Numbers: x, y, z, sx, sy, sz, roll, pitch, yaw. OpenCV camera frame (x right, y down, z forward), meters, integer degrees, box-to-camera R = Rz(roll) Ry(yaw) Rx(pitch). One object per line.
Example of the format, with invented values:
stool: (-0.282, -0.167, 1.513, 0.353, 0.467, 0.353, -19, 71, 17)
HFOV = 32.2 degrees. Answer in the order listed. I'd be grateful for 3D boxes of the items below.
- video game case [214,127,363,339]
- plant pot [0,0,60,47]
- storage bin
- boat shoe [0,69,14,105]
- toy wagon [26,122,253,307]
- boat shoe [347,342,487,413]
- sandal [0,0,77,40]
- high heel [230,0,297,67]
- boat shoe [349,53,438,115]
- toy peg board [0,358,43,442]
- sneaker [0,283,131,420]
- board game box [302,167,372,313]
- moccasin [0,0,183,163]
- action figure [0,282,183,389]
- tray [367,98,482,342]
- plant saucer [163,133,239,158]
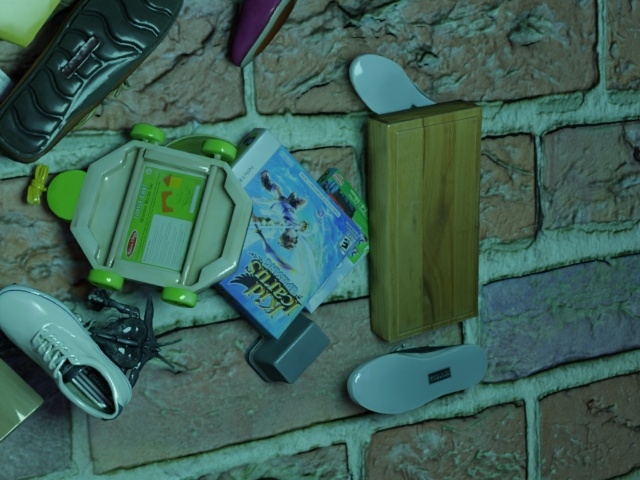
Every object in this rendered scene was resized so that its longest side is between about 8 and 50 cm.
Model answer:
video game case: (-0.092, -0.010, 1.875, 0.269, 0.061, 0.244, 46, 75, -24)
plant pot: (-0.451, -0.383, 1.548, 0.187, 0.212, 0.212, 35, 88, -22)
storage bin: (-0.054, 0.184, 1.943, 0.135, 0.091, 0.098, -46, 114, -17)
boat shoe: (-0.550, -0.284, 1.643, 0.075, 0.083, 0.226, -56, 128, -25)
toy wagon: (-0.285, -0.048, 1.744, 0.344, 0.068, 0.267, 13, 75, 3)
boat shoe: (0.163, 0.243, 2.059, 0.306, 0.105, 0.113, -14, 98, -33)
sandal: (-0.397, -0.407, 1.697, 0.303, 0.086, 0.120, -32, 109, -22)
high heel: (-0.103, -0.485, 1.862, 0.181, 0.127, 0.377, 28, 86, 1)
boat shoe: (0.138, -0.252, 2.003, 0.258, 0.084, 0.095, 37, 90, -32)
toy peg board: (-0.536, 0.255, 1.682, 0.161, 0.079, 0.160, 42, 58, 7)
sneaker: (-0.377, 0.163, 1.632, 0.258, 0.091, 0.094, 42, 91, -13)
board game box: (0.000, 0.000, 1.982, 0.211, 0.039, 0.160, -46, 114, -15)
moccasin: (-0.355, -0.270, 1.716, 0.139, 0.147, 0.380, 36, 82, -13)
action figure: (-0.361, 0.146, 1.750, 0.276, 0.141, 0.164, 15, 86, -13)
tray: (0.191, -0.034, 2.011, 0.203, 0.076, 0.410, -14, 115, -27)
plant saucer: (-0.205, -0.058, 1.866, 0.241, 0.037, 0.240, -3, 96, -28)
